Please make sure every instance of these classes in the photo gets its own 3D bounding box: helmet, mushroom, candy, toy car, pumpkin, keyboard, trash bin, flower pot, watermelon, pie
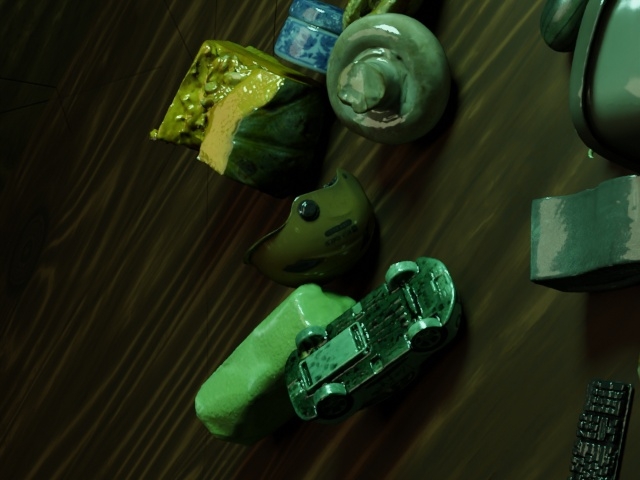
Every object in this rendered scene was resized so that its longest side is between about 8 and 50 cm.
[{"bbox_3d":[0.000,0.000,2.308,0.224,0.130,0.198,-41,-10,-25],"label":"helmet"},{"bbox_3d":[0.092,-0.239,2.217,0.204,0.204,0.204,-35,48,49],"label":"mushroom"},{"bbox_3d":[-0.063,0.203,2.341,0.343,0.142,0.132,-46,64,36],"label":"candy"},{"bbox_3d":[0.089,0.154,2.130,0.306,0.125,0.136,-36,45,17],"label":"toy car"},{"bbox_3d":[-0.130,-0.210,2.560,0.303,0.256,0.225,34,102,36],"label":"pumpkin"},{"bbox_3d":[0.326,0.280,1.757,0.072,0.023,0.231,2,78,58],"label":"keyboard"},{"bbox_3d":[0.442,-0.197,1.607,0.250,0.220,0.219,-7,73,52],"label":"trash bin"},{"bbox_3d":[0.356,-0.005,1.759,0.229,0.103,0.108,-14,67,55],"label":"flower pot"},{"bbox_3d":[0.338,-0.305,1.965,0.110,0.078,0.078,-64,31,18],"label":"watermelon"},{"bbox_3d":[0.117,-0.387,2.339,0.084,0.179,0.205,40,118,11],"label":"pie"}]

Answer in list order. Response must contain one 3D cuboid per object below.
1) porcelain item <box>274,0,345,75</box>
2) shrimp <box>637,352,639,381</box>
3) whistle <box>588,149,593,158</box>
[{"bbox_3d":[0.006,-0.344,2.489,0.147,0.147,0.114,38,110,59],"label":"porcelain item"},{"bbox_3d":[0.435,0.106,1.614,0.254,0.059,0.145,-50,40,38],"label":"shrimp"},{"bbox_3d":[0.391,-0.198,1.811,0.105,0.085,0.227,49,119,46],"label":"whistle"}]
